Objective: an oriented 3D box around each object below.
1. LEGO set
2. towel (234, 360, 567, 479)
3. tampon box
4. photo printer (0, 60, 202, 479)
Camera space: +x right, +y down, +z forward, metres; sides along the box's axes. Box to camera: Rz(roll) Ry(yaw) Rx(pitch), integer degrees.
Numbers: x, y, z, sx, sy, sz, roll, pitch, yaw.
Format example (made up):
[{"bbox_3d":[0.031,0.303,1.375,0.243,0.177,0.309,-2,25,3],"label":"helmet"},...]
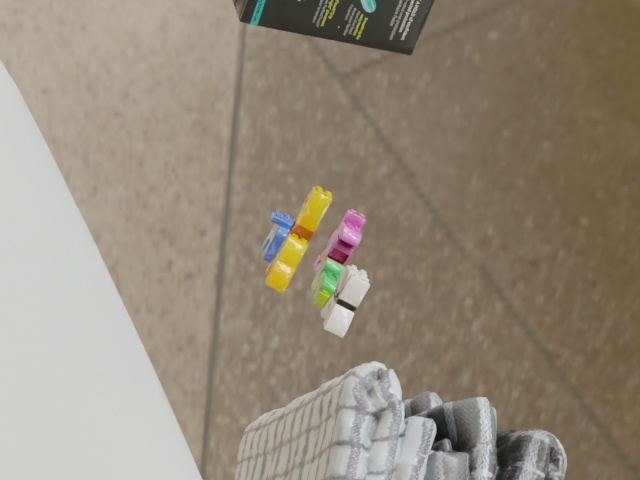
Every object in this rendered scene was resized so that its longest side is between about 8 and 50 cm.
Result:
[{"bbox_3d":[0.000,0.000,1.811,0.087,0.227,0.093,27,101,-9],"label":"LEGO set"},{"bbox_3d":[0.014,0.218,1.001,0.121,0.235,0.283,15,72,-13],"label":"towel"},{"bbox_3d":[0.014,-0.243,1.678,0.161,0.120,0.101,9,35,-22],"label":"tampon box"},{"bbox_3d":[-0.203,0.072,0.718,0.307,0.107,0.256,-23,87,-48],"label":"photo printer"}]
